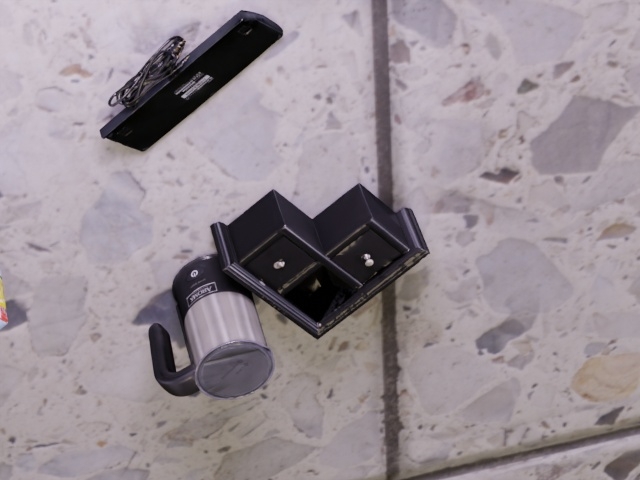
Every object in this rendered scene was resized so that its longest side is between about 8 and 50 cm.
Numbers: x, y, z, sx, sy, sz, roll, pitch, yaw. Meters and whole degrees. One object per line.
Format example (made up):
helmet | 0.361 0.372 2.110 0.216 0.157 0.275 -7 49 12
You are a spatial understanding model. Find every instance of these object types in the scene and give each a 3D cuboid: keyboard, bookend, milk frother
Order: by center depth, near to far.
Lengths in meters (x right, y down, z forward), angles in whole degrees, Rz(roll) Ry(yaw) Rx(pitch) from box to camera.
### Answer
keyboard | -0.132 -0.162 1.828 0.192 0.038 0.100 -39 154 17
bookend | 0.000 0.000 1.978 0.157 0.072 0.156 -38 131 16
milk frother | -0.094 0.114 2.008 0.143 0.135 0.129 30 118 -36

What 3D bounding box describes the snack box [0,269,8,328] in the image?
snack box | -0.382 0.043 1.804 0.174 0.207 0.070 -37 131 18
